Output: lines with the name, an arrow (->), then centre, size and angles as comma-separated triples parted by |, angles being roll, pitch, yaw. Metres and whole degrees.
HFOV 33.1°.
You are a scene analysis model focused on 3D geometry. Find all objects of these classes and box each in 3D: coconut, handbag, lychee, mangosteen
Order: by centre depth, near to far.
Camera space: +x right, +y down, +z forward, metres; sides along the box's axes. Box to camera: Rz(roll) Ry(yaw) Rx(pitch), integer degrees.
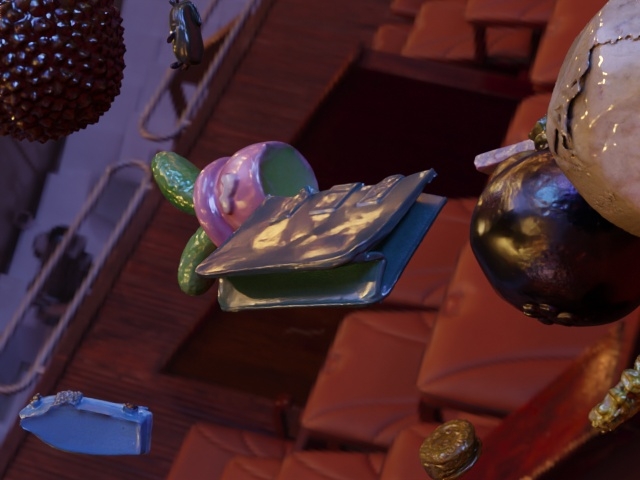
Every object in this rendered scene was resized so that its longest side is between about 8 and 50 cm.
lychee -> -0.269, -0.180, 0.998 | 0.188, 0.188, 0.188 | 14, -90, -78
coconut -> 0.445, -0.160, 1.271 | 0.352, 0.353, 0.352 | 14, -90, -78
handbag -> 0.000, 0.001, 1.526 | 0.238, 0.326, 0.089 | -49, -60, -40
mangosteen -> 0.382, -0.020, 1.599 | 0.313, 0.297, 0.297 | -44, -27, -27
handbag -> -0.208, -0.321, 1.662 | 0.072, 0.047, 0.111 | -4, -94, -65

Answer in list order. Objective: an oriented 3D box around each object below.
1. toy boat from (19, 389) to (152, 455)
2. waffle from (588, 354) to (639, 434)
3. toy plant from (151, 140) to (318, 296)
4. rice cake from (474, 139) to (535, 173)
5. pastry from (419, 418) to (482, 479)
toy boat -> -0.402, 0.309, 1.848 | 0.098, 0.238, 0.109 | -64, -19, -78
waffle -> 0.448, 0.206, 1.510 | 0.194, 0.051, 0.149 | -11, -36, -52
toy plant -> -0.179, -0.082, 2.149 | 0.211, 0.356, 0.317 | -7, -102, -41
rice cake -> 0.361, -0.157, 1.888 | 0.047, 0.207, 0.036 | 9, -107, -45
pastry -> 0.199, 0.320, 1.641 | 0.097, 0.109, 0.057 | -43, -72, -26
